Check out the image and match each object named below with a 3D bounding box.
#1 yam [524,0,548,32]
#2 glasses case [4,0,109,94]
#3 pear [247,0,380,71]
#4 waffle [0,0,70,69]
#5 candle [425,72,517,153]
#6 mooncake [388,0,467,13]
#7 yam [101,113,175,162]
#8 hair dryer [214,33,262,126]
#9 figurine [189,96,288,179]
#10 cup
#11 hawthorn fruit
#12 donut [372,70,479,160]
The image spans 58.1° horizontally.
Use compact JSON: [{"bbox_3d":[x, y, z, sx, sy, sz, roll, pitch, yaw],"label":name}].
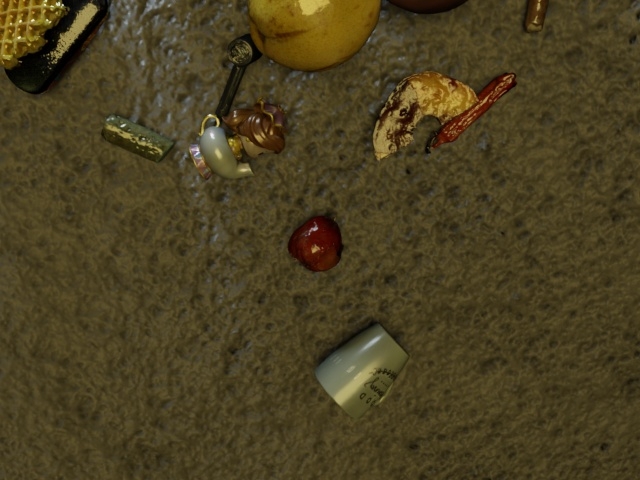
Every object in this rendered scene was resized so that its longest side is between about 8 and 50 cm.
[{"bbox_3d":[0.563,-0.655,1.467,0.057,0.057,0.241,6,104,-5],"label":"yam"},{"bbox_3d":[-0.650,-0.503,1.418,0.122,0.082,0.321,42,99,-8],"label":"glasses case"},{"bbox_3d":[-0.016,-0.542,1.338,0.315,0.314,0.314,-1,104,-3],"label":"pear"},{"bbox_3d":[-0.719,-0.539,1.367,0.254,0.052,0.245,-40,69,12],"label":"waffle"},{"bbox_3d":[0.397,-0.338,1.537,0.302,0.084,0.059,-41,71,14],"label":"candle"},{"bbox_3d":[0.239,-0.703,1.318,0.326,0.174,0.333,28,123,24],"label":"mooncake"},{"bbox_3d":[-0.476,-0.262,1.497,0.179,0.078,0.078,25,102,-13],"label":"yam"},{"bbox_3d":[-0.222,-0.395,1.460,0.070,0.128,0.255,24,113,-5],"label":"hair dryer"},{"bbox_3d":[-0.199,-0.258,1.478,0.264,0.142,0.189,-25,104,5],"label":"figurine"},{"bbox_3d":[0.145,0.381,1.664,0.234,0.186,0.258,-42,133,-1],"label":"cup"},{"bbox_3d":[0.000,0.000,1.562,0.148,0.148,0.172,33,81,-11],"label":"hawthorn fruit"},{"bbox_3d":[0.236,-0.345,1.500,0.295,0.112,0.151,-32,101,4],"label":"donut"}]
